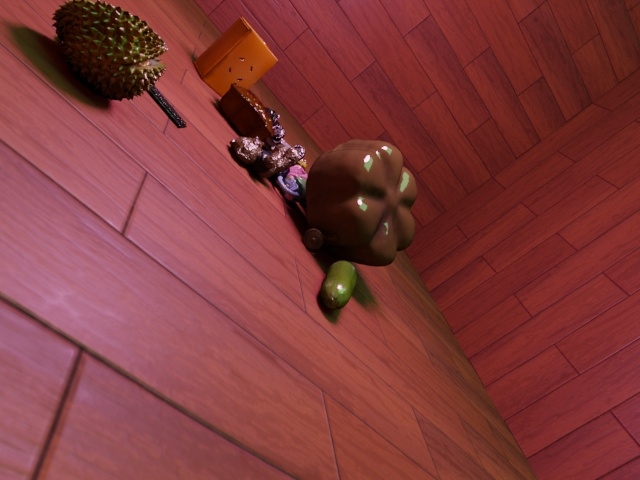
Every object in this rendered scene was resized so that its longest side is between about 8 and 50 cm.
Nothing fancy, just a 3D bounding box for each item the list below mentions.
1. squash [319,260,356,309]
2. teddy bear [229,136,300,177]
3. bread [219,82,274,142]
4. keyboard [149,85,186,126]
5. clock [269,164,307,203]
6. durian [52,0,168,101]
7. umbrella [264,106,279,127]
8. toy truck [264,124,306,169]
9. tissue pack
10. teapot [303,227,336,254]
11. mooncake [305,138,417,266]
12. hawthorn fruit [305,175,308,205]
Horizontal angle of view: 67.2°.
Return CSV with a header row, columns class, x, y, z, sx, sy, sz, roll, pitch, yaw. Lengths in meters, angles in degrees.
class,x,y,z,sx,sy,sz,roll,pitch,yaw
squash,0.060,0.125,1.477,0.101,0.101,0.379,52,11,-2
teddy bear,-0.189,-0.277,1.633,0.251,0.130,0.181,8,11,-40
bread,-0.278,-0.491,1.868,0.247,0.135,0.232,48,13,-18
keyboard,-0.431,-0.385,1.295,0.197,0.015,0.074,51,12,-9
clock,-0.121,-0.231,1.810,0.195,0.100,0.194,18,35,-55
durian,-0.441,-0.369,0.967,0.237,0.138,0.193,12,-12,20
umbrella,-0.230,-0.536,2.163,0.090,0.094,0.326,25,-2,-2
toy truck,-0.172,-0.388,2.024,0.286,0.111,0.136,43,-19,-1
tissue pack,-0.347,-0.734,1.971,0.194,0.274,0.145,37,20,-53
teapot,0.000,0.000,1.606,0.080,0.110,0.085,-78,164,-79
mooncake,0.164,-0.139,1.755,0.262,0.468,0.467,4,-25,40
hawthorn fruit,0.049,-0.221,1.964,0.211,0.299,0.211,35,30,-23
